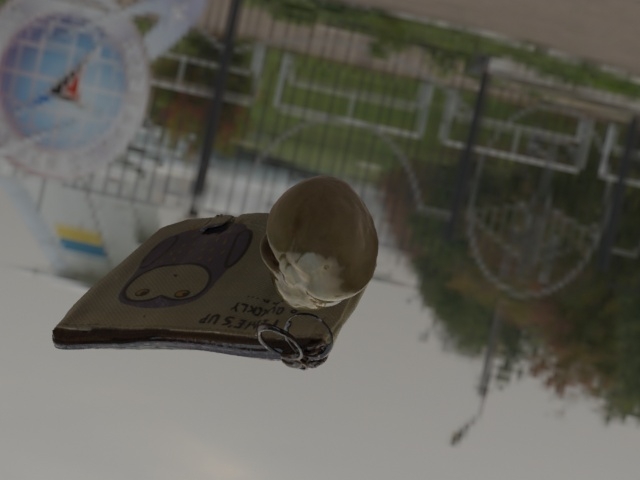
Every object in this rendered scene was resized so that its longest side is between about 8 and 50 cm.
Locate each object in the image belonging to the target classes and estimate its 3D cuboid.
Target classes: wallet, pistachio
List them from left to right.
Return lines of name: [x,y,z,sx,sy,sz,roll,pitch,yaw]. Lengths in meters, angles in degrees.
wallet: [-0.094,0.046,1.664,0.335,0.068,0.275,0,-154,25]
pistachio: [0.000,0.000,1.492,0.113,0.113,0.149,13,-136,5]
